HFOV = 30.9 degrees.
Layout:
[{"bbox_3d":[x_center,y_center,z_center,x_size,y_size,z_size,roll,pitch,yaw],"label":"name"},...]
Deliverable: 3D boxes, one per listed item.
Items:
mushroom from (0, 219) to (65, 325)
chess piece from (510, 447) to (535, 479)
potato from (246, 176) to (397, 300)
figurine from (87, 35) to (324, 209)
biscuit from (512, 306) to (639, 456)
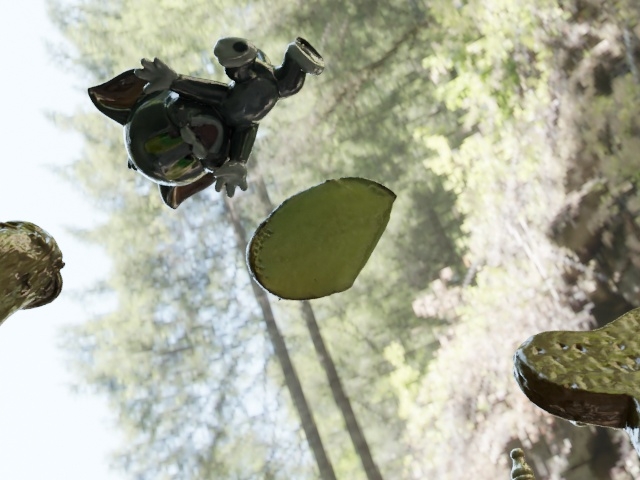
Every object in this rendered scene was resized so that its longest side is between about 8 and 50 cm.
[{"bbox_3d":[-0.422,0.100,1.068,0.397,0.126,0.177,-34,-22,-8],"label":"mushroom"},{"bbox_3d":[0.244,0.293,1.383,0.035,0.092,0.035,-7,-30,-4],"label":"chess piece"},{"bbox_3d":[0.000,0.000,1.285,0.198,0.119,0.054,-45,1,-27],"label":"potato"},{"bbox_3d":[-0.133,-0.164,1.349,0.265,0.140,0.193,-42,-62,5],"label":"figurine"},{"bbox_3d":[0.410,0.100,1.074,0.432,0.283,0.064,-25,-54,-31],"label":"biscuit"}]
